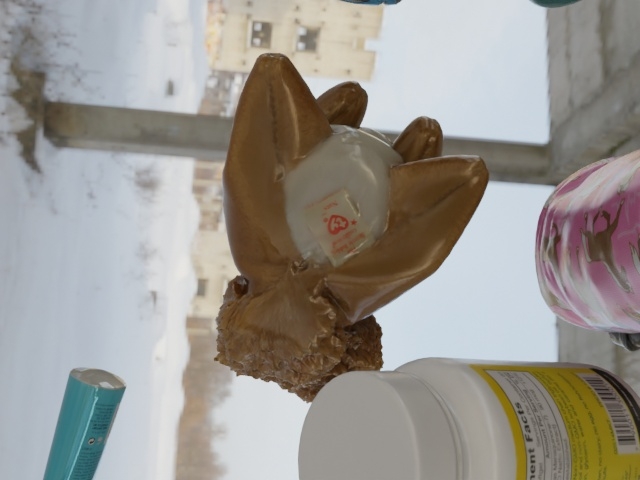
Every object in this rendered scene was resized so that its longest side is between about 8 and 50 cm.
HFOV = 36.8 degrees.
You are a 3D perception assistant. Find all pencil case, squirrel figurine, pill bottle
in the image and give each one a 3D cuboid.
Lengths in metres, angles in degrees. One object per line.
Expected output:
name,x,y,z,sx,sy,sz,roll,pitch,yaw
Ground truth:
pencil case,0.258,-0.009,0.681,0.386,0.167,0.160,79,12,-85
squirrel figurine,0.000,0.000,1.198,0.370,0.281,0.397,-108,-142,-86
pill bottle,0.097,0.130,0.579,0.119,0.208,0.119,-12,-106,50

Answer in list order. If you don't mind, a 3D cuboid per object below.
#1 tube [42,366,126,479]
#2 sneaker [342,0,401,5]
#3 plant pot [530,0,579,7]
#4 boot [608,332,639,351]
tube,-0.229,0.221,0.876,0.080,0.052,0.207,1,106,-72
sneaker,0.025,-0.429,1.237,0.140,0.125,0.341,111,-33,-43
plant pot,0.200,-0.374,0.934,0.255,0.271,0.272,57,-25,25
boot,0.496,0.024,1.099,0.260,0.131,0.348,33,-61,36
